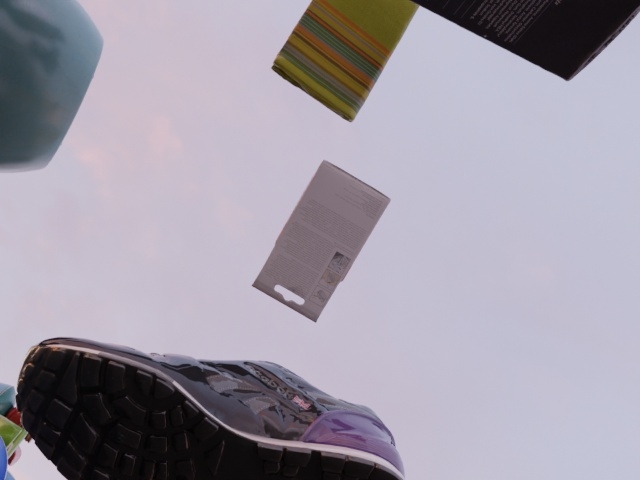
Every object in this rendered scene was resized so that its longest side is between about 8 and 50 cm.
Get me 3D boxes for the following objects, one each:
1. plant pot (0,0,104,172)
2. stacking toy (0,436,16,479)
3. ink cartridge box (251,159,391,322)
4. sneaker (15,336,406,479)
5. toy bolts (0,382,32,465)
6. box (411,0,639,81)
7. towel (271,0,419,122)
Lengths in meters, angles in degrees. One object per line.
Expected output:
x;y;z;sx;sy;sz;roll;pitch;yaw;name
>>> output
-0.406;-0.214;1.084;0.235;0.293;0.293;26;-37;-23;plant pot
-0.234;0.093;0.476;0.141;0.141;0.330;17;-61;35;stacking toy
0.000;0.000;0.714;0.062;0.029;0.115;30;-86;-3;ink cartridge box
-0.075;0.133;0.653;0.283;0.124;0.107;24;-71;-10;sneaker
-0.468;0.214;1.300;0.158;0.218;0.228;37;-22;-1;toy bolts
0.175;-0.266;0.822;0.207;0.153;0.108;23;-43;-18;box
0.046;-0.242;0.929;0.102;0.237;0.021;35;-17;-17;towel
